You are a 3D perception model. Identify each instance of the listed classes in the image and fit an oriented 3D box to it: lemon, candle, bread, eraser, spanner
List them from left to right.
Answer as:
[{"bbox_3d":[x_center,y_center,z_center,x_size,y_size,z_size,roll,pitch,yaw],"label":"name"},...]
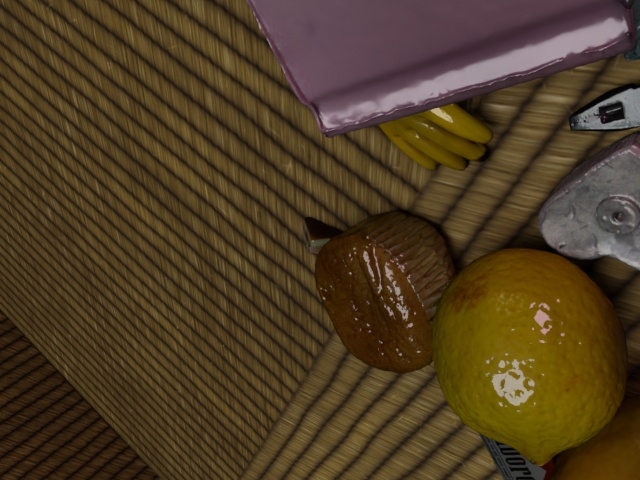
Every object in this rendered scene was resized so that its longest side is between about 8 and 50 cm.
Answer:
[{"bbox_3d":[0.000,0.000,1.042,0.108,0.062,0.043,23,126,23],"label":"bread"},{"bbox_3d":[0.113,0.086,0.947,0.227,0.142,0.254,-7,112,49],"label":"bread"},{"bbox_3d":[0.109,-0.279,0.601,0.359,0.122,0.272,-11,125,33],"label":"eraser"},{"bbox_3d":[0.271,0.143,0.768,0.267,0.267,0.268,19,126,29],"label":"lemon"},{"bbox_3d":[0.375,-0.047,0.707,0.192,0.068,0.169,11,123,30],"label":"candle"},{"bbox_3d":[0.433,-0.168,0.610,0.324,0.040,0.096,-10,107,40],"label":"spanner"}]

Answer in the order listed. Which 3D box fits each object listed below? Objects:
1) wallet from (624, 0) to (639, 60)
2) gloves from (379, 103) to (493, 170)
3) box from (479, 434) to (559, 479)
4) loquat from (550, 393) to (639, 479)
[{"bbox_3d":[0.424,-0.323,0.507,0.342,0.075,0.237,-8,106,42],"label":"wallet"},{"bbox_3d":[0.120,-0.207,0.815,0.294,0.116,0.133,43,162,-1],"label":"gloves"},{"bbox_3d":[0.336,0.342,0.989,0.115,0.036,0.178,-23,99,44],"label":"box"},{"bbox_3d":[0.445,0.320,0.728,0.275,0.276,0.284,28,130,23],"label":"loquat"}]
